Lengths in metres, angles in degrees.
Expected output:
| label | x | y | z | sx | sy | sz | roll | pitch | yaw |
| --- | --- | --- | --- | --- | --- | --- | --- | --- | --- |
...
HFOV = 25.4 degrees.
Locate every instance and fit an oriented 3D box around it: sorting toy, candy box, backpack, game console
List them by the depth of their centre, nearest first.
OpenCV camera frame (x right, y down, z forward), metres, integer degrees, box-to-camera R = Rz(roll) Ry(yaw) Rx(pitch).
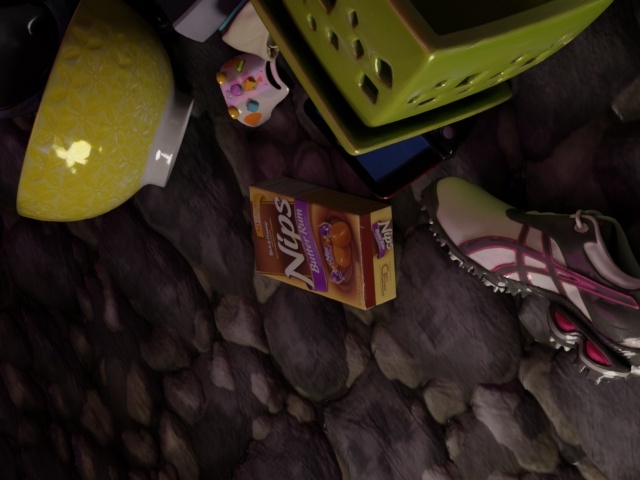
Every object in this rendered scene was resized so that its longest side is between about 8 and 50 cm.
| label | x | y | z | sx | sy | sz | roll | pitch | yaw |
| --- | --- | --- | --- | --- | --- | --- | --- | --- | --- |
| game console | 0.069 | -0.137 | 1.395 | 0.144 | 0.085 | 0.124 | 51 | 138 | 24 |
| candy box | 0.000 | 0.000 | 1.565 | 0.186 | 0.053 | 0.109 | 17 | 118 | 48 |
| sorting toy | -0.072 | -0.178 | 1.596 | 0.075 | 0.045 | 0.083 | -23 | 87 | 33 |
| backpack | -0.440 | -0.264 | 1.775 | 0.355 | 0.290 | 0.273 | -96 | 2 | -55 |

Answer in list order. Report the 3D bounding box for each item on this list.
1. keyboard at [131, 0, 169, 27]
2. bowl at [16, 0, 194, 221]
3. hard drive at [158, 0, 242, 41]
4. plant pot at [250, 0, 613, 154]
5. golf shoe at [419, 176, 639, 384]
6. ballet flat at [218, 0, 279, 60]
| label | x | y | z | sx | sy | sz | roll | pitch | yaw |
| --- | --- | --- | --- | --- | --- | --- | --- | --- | --- |
| keyboard | -0.217 | -0.360 | 1.699 | 0.317 | 0.033 | 0.202 | 43 | 135 | 32 |
| bowl | -0.242 | -0.141 | 1.689 | 0.156 | 0.289 | 0.289 | 19 | 131 | -4 |
| hard drive | -0.116 | -0.352 | 1.533 | 0.254 | 0.054 | 0.172 | -44 | 70 | 40 |
| plant pot | 0.081 | -0.214 | 1.246 | 0.227 | 0.228 | 0.207 | 58 | 146 | 16 |
| golf shoe | 0.212 | 0.008 | 1.289 | 0.273 | 0.105 | 0.120 | 41 | 117 | 26 |
| ballet flat | -0.021 | -0.268 | 1.470 | 0.086 | 0.086 | 0.248 | 61 | 143 | 13 |
